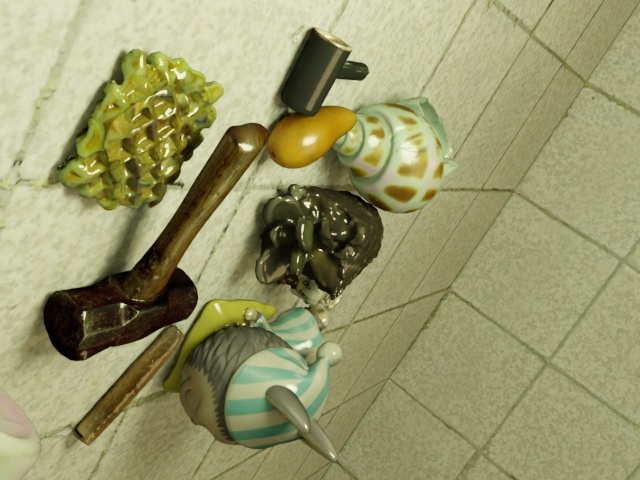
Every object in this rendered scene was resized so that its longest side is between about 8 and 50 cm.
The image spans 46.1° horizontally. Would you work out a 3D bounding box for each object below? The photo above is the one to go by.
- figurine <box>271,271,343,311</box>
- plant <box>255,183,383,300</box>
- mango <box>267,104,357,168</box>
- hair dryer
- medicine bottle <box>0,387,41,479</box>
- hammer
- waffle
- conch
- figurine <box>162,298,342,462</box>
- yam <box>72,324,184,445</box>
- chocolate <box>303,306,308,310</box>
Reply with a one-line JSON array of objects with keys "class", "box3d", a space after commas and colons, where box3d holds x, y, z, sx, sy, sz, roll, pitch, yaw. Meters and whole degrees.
[{"class": "figurine", "box3d": [-0.016, 0.085, 1.615, 0.132, 0.153, 0.132, -44, 158, -23]}, {"class": "plant", "box3d": [0.000, 0.000, 1.462, 0.276, 0.188, 0.199, -15, 137, -58]}, {"class": "mango", "box3d": [-0.015, -0.184, 1.266, 0.184, 0.102, 0.085, -40, 124, -37]}, {"class": "hair dryer", "box3d": [0.028, -0.274, 1.270, 0.128, 0.070, 0.255, -59, 163, 19]}, {"class": "medicine bottle", "box3d": [-0.519, 0.313, 0.826, 0.388, 0.219, 0.219, -49, 159, -9]}, {"class": "hammer", "box3d": [-0.203, -0.001, 1.069, 0.409, 0.095, 0.242, -49, 162, 26]}, {"class": "waffle", "box3d": [-0.220, -0.130, 0.973, 0.223, 0.054, 0.204, -56, 160, 10]}, {"class": "conch", "box3d": [0.149, -0.180, 1.494, 0.368, 0.197, 0.249, 38, 53, -65]}, {"class": "figurine", "box3d": [-0.069, 0.308, 1.474, 0.361, 0.378, 0.266, -9, 131, -38]}, {"class": "yam", "box3d": [-0.342, 0.258, 1.359, 0.264, 0.046, 0.046, -48, 159, -9]}, {"class": "chocolate", "box3d": [-0.106, 0.312, 1.862, 0.148, 0.126, 0.343, 16, 113, -23]}]
